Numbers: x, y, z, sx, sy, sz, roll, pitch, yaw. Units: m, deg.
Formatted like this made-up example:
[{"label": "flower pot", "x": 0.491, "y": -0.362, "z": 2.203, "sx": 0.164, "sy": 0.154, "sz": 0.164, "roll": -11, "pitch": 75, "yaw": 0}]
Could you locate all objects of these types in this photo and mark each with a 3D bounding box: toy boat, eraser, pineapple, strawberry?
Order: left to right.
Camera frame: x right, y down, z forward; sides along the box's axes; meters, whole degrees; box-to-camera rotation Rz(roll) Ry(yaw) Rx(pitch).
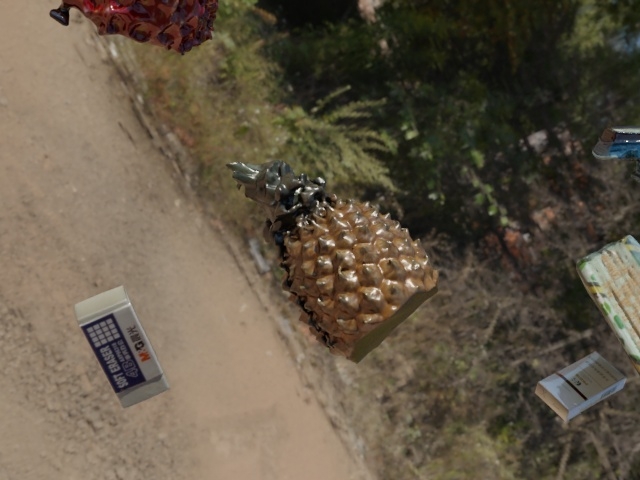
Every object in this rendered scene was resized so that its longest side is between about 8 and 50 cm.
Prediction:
[{"label": "eraser", "x": -0.455, "y": 0.248, "z": 1.948, "sx": 0.081, "sy": 0.124, "sz": 0.278, "roll": -128, "pitch": -163, "yaw": -55}, {"label": "strawberry", "x": -0.196, "y": -0.339, "z": 0.967, "sx": 0.234, "sy": 0.178, "sz": 0.233, "roll": 24, "pitch": 39, "yaw": -21}, {"label": "pineapple", "x": 0.001, "y": -0.001, "z": 1.310, "sx": 0.357, "sy": 0.223, "sz": 0.223, "roll": 47, "pitch": 9, "yaw": 13}, {"label": "toy boat", "x": 0.378, "y": -0.097, "z": 0.961, "sx": 0.060, "sy": 0.137, "sz": 0.060, "roll": -119, "pitch": -150, "yaw": -65}]

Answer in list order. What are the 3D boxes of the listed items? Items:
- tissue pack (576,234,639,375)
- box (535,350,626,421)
[{"label": "tissue pack", "x": 0.594, "y": 0.171, "z": 1.481, "sx": 0.228, "sy": 0.128, "sz": 0.310, "roll": 40, "pitch": 24, "yaw": -42}, {"label": "box", "x": 0.498, "y": 0.277, "z": 1.618, "sx": 0.084, "sy": 0.154, "sz": 0.040, "roll": 47, "pitch": -31, "yaw": 39}]
